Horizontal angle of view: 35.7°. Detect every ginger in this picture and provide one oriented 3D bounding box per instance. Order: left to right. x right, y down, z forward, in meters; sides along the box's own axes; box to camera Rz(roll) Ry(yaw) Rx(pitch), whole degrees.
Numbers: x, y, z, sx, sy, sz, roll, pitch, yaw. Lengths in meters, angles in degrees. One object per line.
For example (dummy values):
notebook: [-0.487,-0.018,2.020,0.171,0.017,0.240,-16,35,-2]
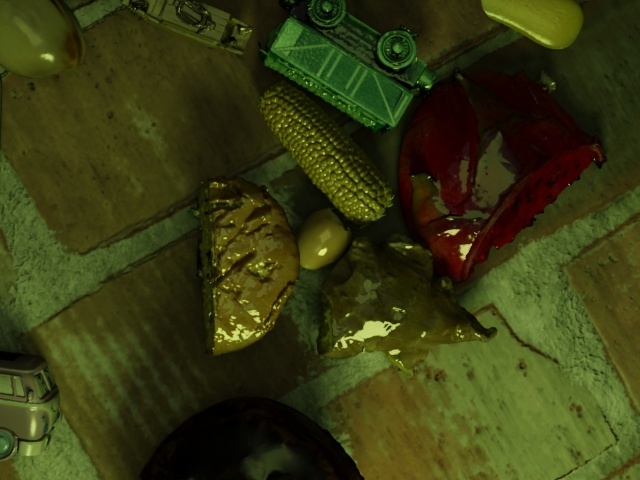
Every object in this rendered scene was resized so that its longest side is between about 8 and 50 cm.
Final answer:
ginger: [0.130,0.101,1.512,0.270,0.123,0.219,8,93,-14]

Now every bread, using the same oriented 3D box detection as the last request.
bread: [-0.111,0.036,1.477,0.147,0.160,0.261,-4,87,-13]

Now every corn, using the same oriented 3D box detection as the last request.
corn: [0.007,-0.132,1.515,0.091,0.091,0.260,-43,92,-5]

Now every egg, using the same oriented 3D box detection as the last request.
egg: [0.000,0.000,1.519,0.096,0.080,0.080,-41,93,7]

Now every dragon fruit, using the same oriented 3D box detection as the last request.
dragon fruit: [0.250,-0.126,1.535,0.343,0.100,0.282,-42,89,-5]

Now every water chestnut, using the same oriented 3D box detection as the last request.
water chestnut: [-0.109,0.385,1.382,0.350,0.302,0.350,-2,74,8]

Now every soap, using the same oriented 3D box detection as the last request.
soap: [0.334,-0.366,1.569,0.168,0.033,0.089,26,86,-4]

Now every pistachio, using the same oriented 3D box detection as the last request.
pistachio: [-0.441,-0.324,1.454,0.215,0.144,0.144,42,87,-6]

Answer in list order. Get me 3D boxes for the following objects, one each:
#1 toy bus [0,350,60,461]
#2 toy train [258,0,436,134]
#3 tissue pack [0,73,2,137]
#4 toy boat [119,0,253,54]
toy bus: [-0.485,0.232,1.446,0.202,0.142,0.142,10,90,-4]
toy train: [0.041,-0.277,1.510,0.269,0.115,0.154,30,92,-7]
tissue pack: [-0.570,-0.130,1.443,0.192,0.134,0.271,1,90,-4]
toy boat: [-0.202,-0.338,1.502,0.200,0.077,0.057,21,89,-5]
